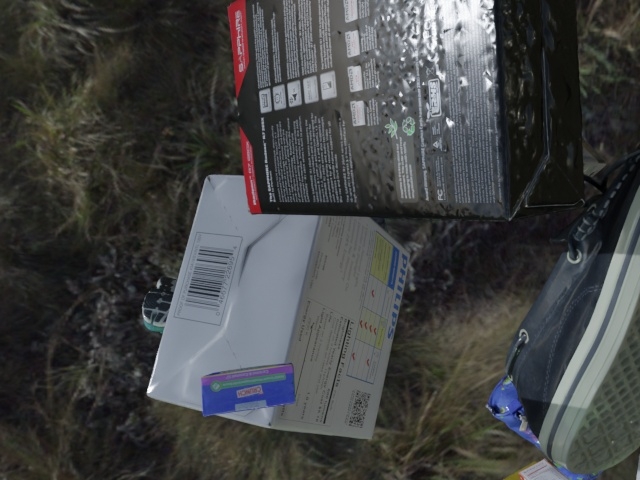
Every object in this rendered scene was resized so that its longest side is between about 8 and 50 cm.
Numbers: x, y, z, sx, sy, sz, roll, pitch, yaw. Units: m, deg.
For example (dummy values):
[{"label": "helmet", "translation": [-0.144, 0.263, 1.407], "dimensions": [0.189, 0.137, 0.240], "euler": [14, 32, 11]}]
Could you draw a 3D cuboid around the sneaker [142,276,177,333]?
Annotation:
[{"label": "sneaker", "translation": [-0.356, 0.169, 1.585], "dimensions": [0.107, 0.275, 0.109], "euler": [16, 98, -4]}]

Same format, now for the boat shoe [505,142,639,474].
[{"label": "boat shoe", "translation": [0.320, 0.001, 0.672], "dimensions": [0.156, 0.187, 0.499], "euler": [-125, 46, -54]}]

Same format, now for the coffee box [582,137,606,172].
[{"label": "coffee box", "translation": [0.367, -0.152, 1.150], "dimensions": [0.119, 0.297, 0.168], "euler": [-46, 73, 25]}]

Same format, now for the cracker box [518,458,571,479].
[{"label": "cracker box", "translation": [0.460, 0.520, 1.210], "dimensions": [0.067, 0.232, 0.155], "euler": [-24, 104, -9]}]

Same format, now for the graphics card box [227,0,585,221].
[{"label": "graphics card box", "translation": [0.047, -0.137, 0.602], "dimensions": [0.371, 0.094, 0.232], "euler": [4, 100, 57]}]

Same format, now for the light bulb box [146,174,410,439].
[{"label": "light bulb box", "translation": [-0.042, 0.121, 1.107], "dimensions": [0.226, 0.361, 0.357], "euler": [7, 75, 28]}]

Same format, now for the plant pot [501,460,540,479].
[{"label": "plant pot", "translation": [0.507, 0.691, 1.609], "dimensions": [0.212, 0.187, 0.212], "euler": [-30, 86, 2]}]

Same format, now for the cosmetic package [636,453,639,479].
[{"label": "cosmetic package", "translation": [0.653, 0.484, 1.170], "dimensions": [0.152, 0.151, 0.183], "euler": [4, 96, -7]}]

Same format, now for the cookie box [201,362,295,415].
[{"label": "cookie box", "translation": [-0.071, 0.151, 0.698], "dimensions": [0.092, 0.107, 0.040], "euler": [-7, 82, -4]}]

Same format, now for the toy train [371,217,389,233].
[{"label": "toy train", "translation": [0.000, 0.000, 1.522], "dimensions": [0.334, 0.190, 0.142], "euler": [-16, 72, -8]}]

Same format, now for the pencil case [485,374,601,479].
[{"label": "pencil case", "translation": [0.515, 0.427, 1.525], "dimensions": [0.306, 0.133, 0.119], "euler": [43, 114, -14]}]
